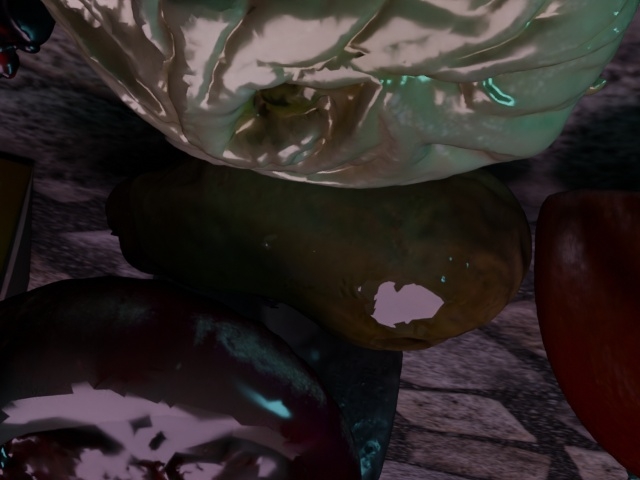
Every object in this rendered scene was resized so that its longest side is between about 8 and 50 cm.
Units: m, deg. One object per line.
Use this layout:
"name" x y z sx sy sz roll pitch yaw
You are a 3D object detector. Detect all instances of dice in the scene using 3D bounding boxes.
"dice" -0.049 0.113 1.090 0.181 0.183 0.182 15 162 -12

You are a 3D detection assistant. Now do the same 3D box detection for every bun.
"bun" 0.001 -0.099 0.522 0.229 0.145 0.229 14 163 4

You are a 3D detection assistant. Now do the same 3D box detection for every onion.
"onion" -0.106 0.106 0.883 0.272 0.195 0.272 4 136 4

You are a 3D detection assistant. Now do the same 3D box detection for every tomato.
"tomato" 0.255 0.079 0.772 0.338 0.144 0.338 14 173 2

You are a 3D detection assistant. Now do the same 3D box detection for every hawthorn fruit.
"hawthorn fruit" -0.081 -0.019 0.944 0.103 0.067 0.067 -20 156 3

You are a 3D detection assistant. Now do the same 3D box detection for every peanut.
"peanut" 0.000 0.000 0.849 0.236 0.110 0.120 7 169 20

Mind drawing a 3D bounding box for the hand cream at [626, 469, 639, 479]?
"hand cream" 0.319 0.165 1.205 0.075 0.052 0.248 15 161 -4

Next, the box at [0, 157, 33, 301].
"box" -0.334 0.081 1.056 0.213 0.260 0.283 14 161 -8

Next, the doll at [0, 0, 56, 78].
"doll" -0.238 -0.098 0.774 0.248 0.088 0.127 -22 122 44

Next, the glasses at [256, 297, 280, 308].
"glasses" 0.025 0.007 0.981 0.103 0.063 0.140 -2 171 -33
